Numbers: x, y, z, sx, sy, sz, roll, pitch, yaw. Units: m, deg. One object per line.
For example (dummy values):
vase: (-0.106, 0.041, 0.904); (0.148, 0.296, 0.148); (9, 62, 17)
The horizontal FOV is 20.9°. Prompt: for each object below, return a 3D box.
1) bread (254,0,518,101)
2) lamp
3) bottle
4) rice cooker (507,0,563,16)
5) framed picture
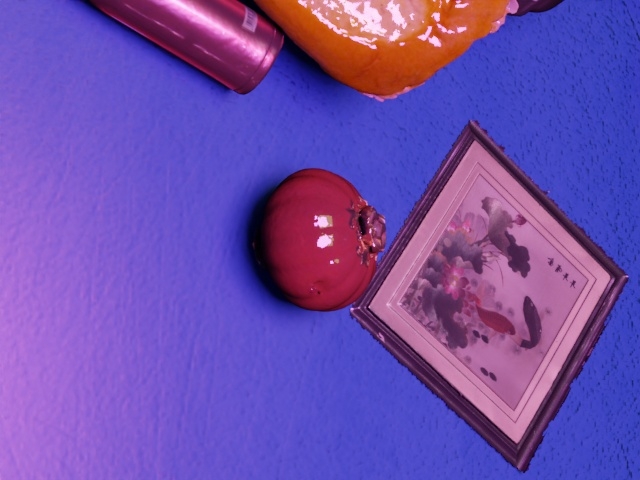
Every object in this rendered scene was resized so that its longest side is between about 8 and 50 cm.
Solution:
bread: (-0.003, -0.234, 1.182); (0.152, 0.119, 0.288); (-39, 108, 11)
lamp: (0.000, 0.000, 1.200); (0.101, 0.090, 0.101); (-7, 90, -68)
bottle: (-0.107, -0.160, 1.176); (0.164, 0.060, 0.060); (30, 69, -25)
rice cooker: (0.161, -0.257, 1.294); (0.142, 0.118, 0.203); (27, 43, -25)
framed picture: (0.136, 0.040, 1.323); (0.195, 0.010, 0.199); (43, 63, -20)
